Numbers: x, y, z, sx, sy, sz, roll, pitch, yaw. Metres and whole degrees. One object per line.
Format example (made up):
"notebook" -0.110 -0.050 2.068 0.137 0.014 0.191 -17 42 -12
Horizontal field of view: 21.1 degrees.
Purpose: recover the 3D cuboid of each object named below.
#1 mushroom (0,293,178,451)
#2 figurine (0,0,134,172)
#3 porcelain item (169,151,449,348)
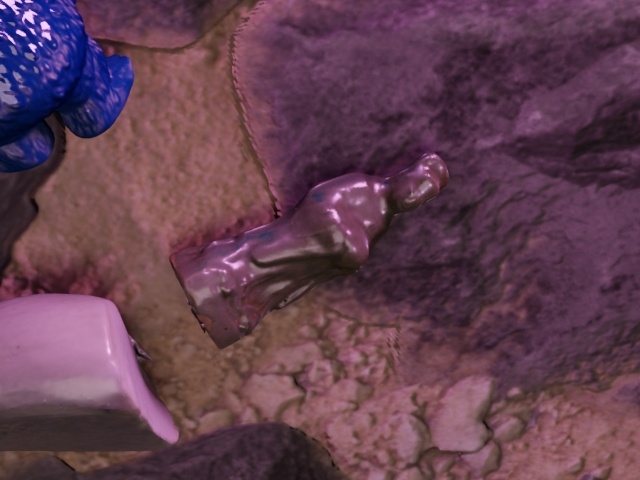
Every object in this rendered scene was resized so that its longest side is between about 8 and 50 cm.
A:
"mushroom" -0.277 0.130 1.265 0.329 0.122 0.159 -12 118 -4
"figurine" -0.226 -0.139 1.071 0.164 0.120 0.262 -47 132 9
"porcelain item" 0.000 0.000 1.277 0.216 0.069 0.081 -27 122 1
